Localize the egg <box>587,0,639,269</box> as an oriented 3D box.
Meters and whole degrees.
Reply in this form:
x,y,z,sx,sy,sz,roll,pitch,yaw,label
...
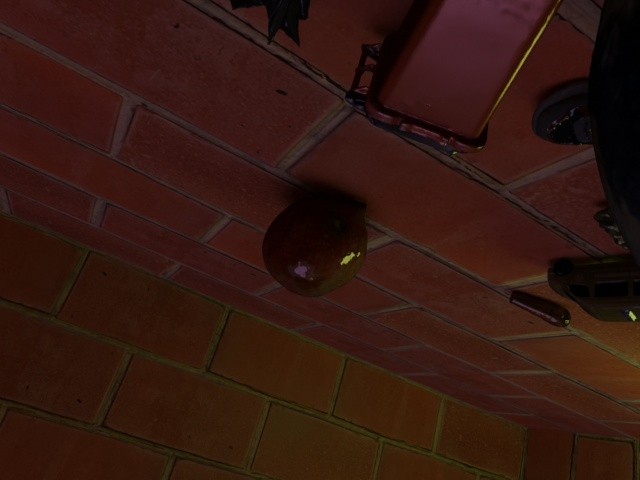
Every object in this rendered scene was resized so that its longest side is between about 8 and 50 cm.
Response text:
x,y,z,sx,sy,sz,roll,pitch,yaw,label
0.368,-0.096,0.322,0.345,0.427,0.345,-6,-165,2,egg

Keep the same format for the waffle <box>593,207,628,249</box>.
x,y,z,sx,sy,sz,roll,pitch,yaw,label
0.586,-0.034,0.814,0.204,0.054,0.223,24,154,-15,waffle

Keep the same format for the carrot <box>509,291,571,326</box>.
x,y,z,sx,sy,sz,roll,pitch,yaw,label
0.576,0.178,1.301,0.162,0.055,0.055,25,156,0,carrot

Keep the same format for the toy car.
x,y,z,sx,sy,sz,roll,pitch,yaw,label
0.602,0.104,1.019,0.257,0.124,0.101,-10,143,46,toy car

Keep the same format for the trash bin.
x,y,z,sx,sy,sz,roll,pitch,yaw,label
0.149,-0.235,0.567,0.185,0.161,0.238,18,149,-3,trash bin

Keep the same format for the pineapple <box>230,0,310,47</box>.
x,y,z,sx,sy,sz,roll,pitch,yaw,label
-0.001,-0.326,0.516,0.119,0.130,0.277,-4,167,-32,pineapple

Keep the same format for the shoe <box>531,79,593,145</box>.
x,y,z,sx,sy,sz,roll,pitch,yaw,label
0.391,-0.138,0.636,0.228,0.125,0.099,-3,152,36,shoe

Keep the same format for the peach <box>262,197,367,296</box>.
x,y,z,sx,sy,sz,roll,pitch,yaw,label
0.000,0.000,1.113,0.232,0.256,0.232,40,-167,-11,peach
